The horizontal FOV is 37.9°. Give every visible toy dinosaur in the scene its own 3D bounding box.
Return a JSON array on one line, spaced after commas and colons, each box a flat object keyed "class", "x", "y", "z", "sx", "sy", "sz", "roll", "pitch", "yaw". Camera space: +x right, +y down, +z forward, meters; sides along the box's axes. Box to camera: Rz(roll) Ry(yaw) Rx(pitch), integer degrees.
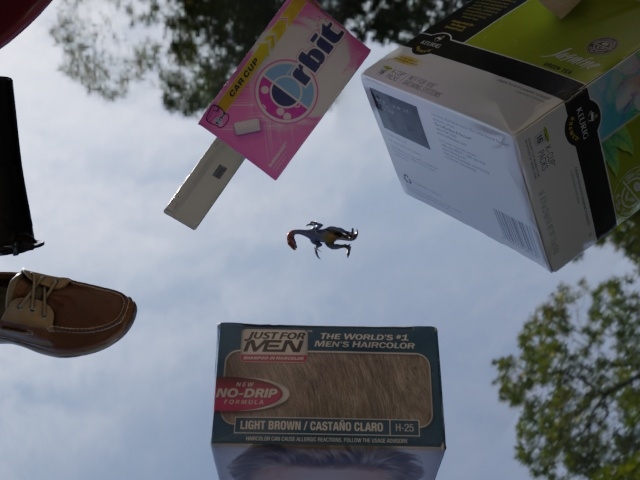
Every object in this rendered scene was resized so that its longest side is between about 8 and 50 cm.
[{"class": "toy dinosaur", "x": 0.000, "y": 0.000, "z": 1.209, "sx": 0.082, "sy": 0.090, "sz": 0.047, "roll": 9, "pitch": -89, "yaw": 12}]

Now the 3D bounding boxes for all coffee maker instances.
[{"class": "coffee maker", "x": -0.345, "y": -0.075, "z": 0.935, "sx": 0.171, "sy": 0.178, "sz": 0.120, "roll": -4, "pitch": -173, "yaw": 24}]

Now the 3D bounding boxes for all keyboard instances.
[{"class": "keyboard", "x": -0.203, "y": -0.136, "z": 1.792, "sx": 0.072, "sy": 0.014, "sz": 0.256, "roll": 32, "pitch": -112, "yaw": 0}]

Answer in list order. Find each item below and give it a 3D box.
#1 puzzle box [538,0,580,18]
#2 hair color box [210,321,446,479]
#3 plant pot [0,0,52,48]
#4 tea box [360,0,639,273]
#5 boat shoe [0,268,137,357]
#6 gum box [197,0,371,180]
[{"class": "puzzle box", "x": 0.225, "y": -0.474, "z": 1.257, "sx": 0.272, "sy": 0.052, "sz": 0.409, "roll": 35, "pitch": -147, "yaw": -17}, {"class": "hair color box", "x": 0.004, "y": 0.198, "z": 0.826, "sx": 0.174, "sy": 0.347, "sz": 0.105, "roll": 1, "pitch": -123, "yaw": 0}, {"class": "plant pot", "x": -0.223, "y": -0.206, "z": 0.447, "sx": 0.180, "sy": 0.201, "sz": 0.201, "roll": 33, "pitch": -127, "yaw": 6}, {"class": "tea box", "x": 0.291, "y": -0.179, "z": 1.231, "sx": 0.323, "sy": 0.220, "sz": 0.329, "roll": -35, "pitch": -145, "yaw": -13}, {"class": "boat shoe", "x": -0.451, "y": 0.107, "z": 1.466, "sx": 0.324, "sy": 0.116, "sz": 0.123, "roll": -1, "pitch": -125, "yaw": 13}, {"class": "gum box", "x": -0.036, "y": -0.174, "z": 1.037, "sx": 0.107, "sy": 0.062, "sz": 0.188, "roll": 36, "pitch": -85, "yaw": -5}]
